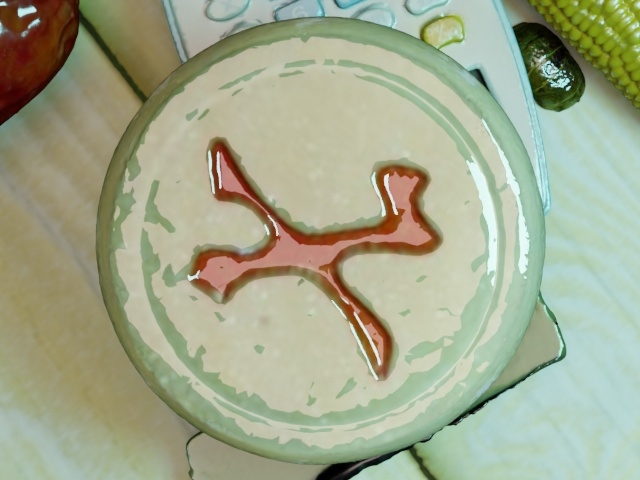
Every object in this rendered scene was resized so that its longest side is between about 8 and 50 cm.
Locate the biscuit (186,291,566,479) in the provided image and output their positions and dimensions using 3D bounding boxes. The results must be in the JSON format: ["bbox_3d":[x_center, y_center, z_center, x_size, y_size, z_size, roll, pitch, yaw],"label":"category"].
[{"bbox_3d":[0.044,0.130,1.384,0.322,0.038,0.099,-29,82,3],"label":"biscuit"}]

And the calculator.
[{"bbox_3d":[0.019,-0.160,1.377,0.256,0.054,0.386,-24,93,3],"label":"calculator"}]

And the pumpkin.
[{"bbox_3d":[0.183,-0.144,1.394,0.083,0.028,0.050,45,89,1],"label":"pumpkin"}]

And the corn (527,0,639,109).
[{"bbox_3d":[0.235,-0.185,1.355,0.106,0.106,0.305,-41,87,1],"label":"corn"}]

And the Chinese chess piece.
[{"bbox_3d":[0.000,0.000,1.291,0.338,0.140,0.338,0,94,3],"label":"Chinese chess piece"}]

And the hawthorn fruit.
[{"bbox_3d":[-0.274,-0.186,1.353,0.251,0.189,0.189,-35,85,-2],"label":"hawthorn fruit"}]
